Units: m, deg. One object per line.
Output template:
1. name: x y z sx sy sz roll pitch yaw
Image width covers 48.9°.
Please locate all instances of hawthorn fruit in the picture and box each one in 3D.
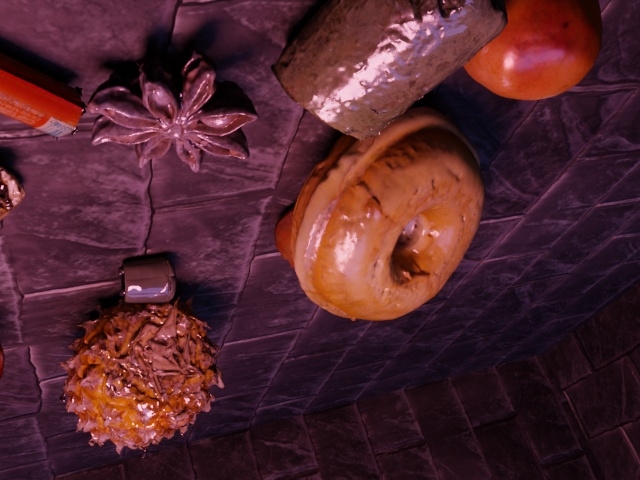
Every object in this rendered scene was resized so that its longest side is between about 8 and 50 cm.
1. hawthorn fruit: -0.013 -0.024 1.443 0.189 0.149 0.149 -57 159 -15

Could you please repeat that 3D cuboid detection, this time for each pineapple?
1. pineapple: -0.377 0.280 1.529 0.353 0.352 0.300 -1 157 -34

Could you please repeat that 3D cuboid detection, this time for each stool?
1. stool: -0.351 0.081 1.426 0.110 0.096 0.096 -4 150 -22

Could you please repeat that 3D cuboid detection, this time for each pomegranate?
1. pomegranate: 0.305 -0.302 1.018 0.209 0.209 0.209 -16 154 -8

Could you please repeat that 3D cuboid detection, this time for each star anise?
1. star anise: -0.203 -0.188 0.997 0.236 0.108 0.223 -13 151 27

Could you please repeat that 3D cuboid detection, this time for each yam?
1. yam: 0.098 -0.278 0.942 0.195 0.195 0.300 9 143 -45

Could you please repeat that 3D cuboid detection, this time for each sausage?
1. sausage: -0.413 -0.203 0.850 0.083 0.083 0.264 -32 150 23

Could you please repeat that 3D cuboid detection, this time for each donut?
1. donut: 0.131 -0.042 1.294 0.449 0.198 0.448 -27 138 -28

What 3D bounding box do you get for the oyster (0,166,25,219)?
1. oyster: -0.556 -0.044 1.061 0.214 0.083 0.223 -8 158 -18

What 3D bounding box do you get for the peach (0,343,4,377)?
1. peach: -0.725 0.232 1.332 0.244 0.199 0.243 -6 145 -4
